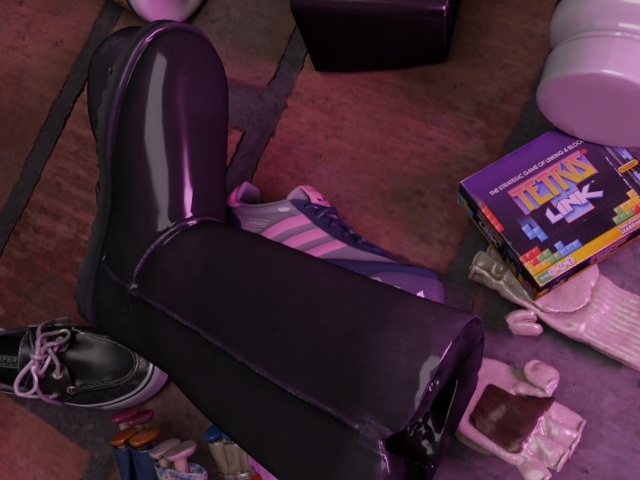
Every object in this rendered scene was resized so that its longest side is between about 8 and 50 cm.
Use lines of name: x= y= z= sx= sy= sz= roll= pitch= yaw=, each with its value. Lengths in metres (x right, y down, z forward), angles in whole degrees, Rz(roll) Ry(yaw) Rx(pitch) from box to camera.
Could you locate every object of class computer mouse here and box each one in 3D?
computer mouse: x=-0.257 y=-0.188 z=1.049 sx=0.188 sy=0.072 sz=0.272 roll=-19 pitch=70 yaw=17

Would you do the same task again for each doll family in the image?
doll family: x=-0.163 y=0.285 z=0.821 sx=0.263 sy=0.118 sz=0.163 roll=-4 pitch=104 yaw=41

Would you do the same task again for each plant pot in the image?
plant pot: x=0.080 y=-0.304 z=0.895 sx=0.167 sy=0.187 sz=0.188 roll=14 pitch=81 yaw=12

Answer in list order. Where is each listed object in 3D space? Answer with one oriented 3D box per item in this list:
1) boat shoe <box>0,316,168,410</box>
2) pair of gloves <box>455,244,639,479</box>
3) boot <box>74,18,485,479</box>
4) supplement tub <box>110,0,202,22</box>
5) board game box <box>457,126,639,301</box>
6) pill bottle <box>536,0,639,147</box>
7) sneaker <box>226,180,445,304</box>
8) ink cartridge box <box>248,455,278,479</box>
boat shoe: x=-0.343 y=0.152 z=0.976 sx=0.306 sy=0.105 sz=0.113 roll=4 pitch=78 yaw=23
pair of gloves: x=0.211 y=0.105 z=0.785 sx=0.204 sy=0.042 sz=0.240 roll=37 pitch=80 yaw=26
boot: x=-0.048 y=0.012 z=0.722 sx=0.445 sy=0.146 sz=0.367 roll=27 pitch=112 yaw=41
supplement tub: x=-0.264 y=-0.400 z=1.068 sx=0.200 sy=0.144 sz=0.144 roll=33 pitch=90 yaw=26
board game box: x=0.253 y=-0.040 z=0.795 sx=0.170 sy=0.048 sz=0.141 roll=-30 pitch=67 yaw=-8
pill bottle: x=0.326 y=-0.247 z=0.764 sx=0.161 sy=0.161 sz=0.283 roll=16 pitch=74 yaw=24
sneaker: x=0.000 y=0.000 z=0.863 sx=0.319 sy=0.112 sz=0.131 roll=10 pitch=77 yaw=31
ink cartridge box: x=-0.003 y=0.219 z=0.856 sx=0.208 sy=0.045 sz=0.206 roll=-21 pitch=70 yaw=16
